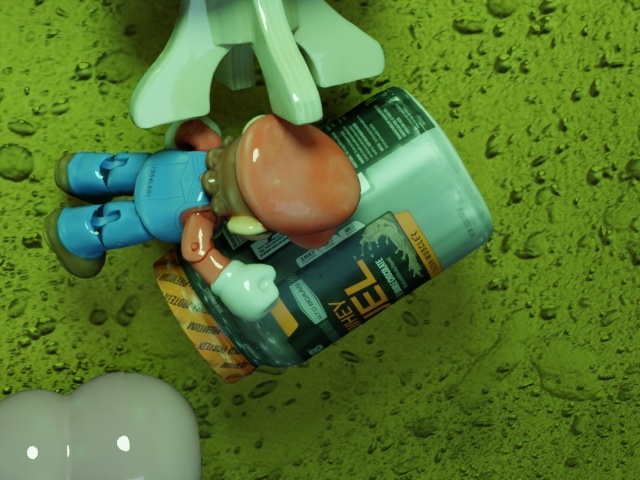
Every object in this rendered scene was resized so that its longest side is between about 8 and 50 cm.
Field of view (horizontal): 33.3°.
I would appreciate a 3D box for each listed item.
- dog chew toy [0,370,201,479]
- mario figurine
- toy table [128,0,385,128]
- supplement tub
[{"bbox_3d":[-0.308,0.260,1.239,0.331,0.207,0.207,-3,124,-14],"label":"dog chew toy"},{"bbox_3d":[-0.105,-0.028,1.062,0.320,0.170,0.198,-4,101,26],"label":"mario figurine"},{"bbox_3d":[-0.061,-0.209,0.996,0.274,0.252,0.161,-12,112,-7],"label":"toy table"},{"bbox_3d":[0.000,0.000,1.180,0.338,0.207,0.207,-33,130,1],"label":"supplement tub"}]
